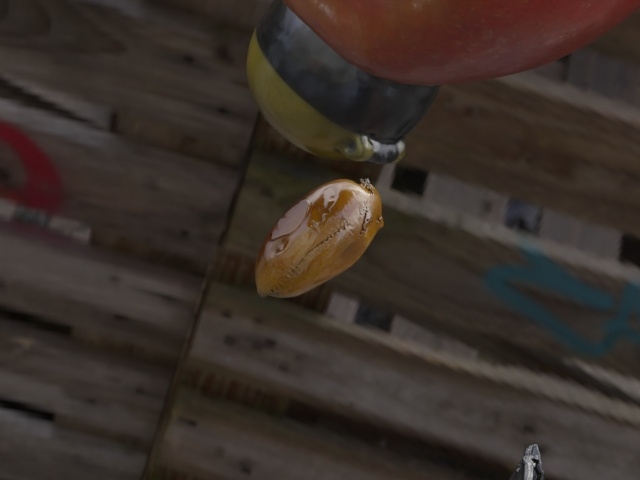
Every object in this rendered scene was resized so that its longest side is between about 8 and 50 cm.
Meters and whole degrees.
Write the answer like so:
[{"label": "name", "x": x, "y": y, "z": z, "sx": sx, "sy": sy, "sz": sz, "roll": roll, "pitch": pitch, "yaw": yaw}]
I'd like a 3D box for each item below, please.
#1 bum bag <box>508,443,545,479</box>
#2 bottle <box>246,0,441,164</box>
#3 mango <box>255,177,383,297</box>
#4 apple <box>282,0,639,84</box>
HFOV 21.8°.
[{"label": "bum bag", "x": 0.193, "y": 0.290, "z": 1.675, "sx": 0.049, "sy": 0.087, "sz": 0.198, "roll": 25, "pitch": 35, "yaw": 6}, {"label": "bottle", "x": 0.078, "y": -0.205, "z": 1.178, "sx": 0.171, "sy": 0.351, "sz": 0.171, "roll": 32, "pitch": 27, "yaw": -19}, {"label": "mango", "x": 0.000, "y": 0.000, "z": 1.318, "sx": 0.127, "sy": 0.077, "sz": 0.063, "roll": -40, "pitch": 64, "yaw": -16}, {"label": "apple", "x": 0.073, "y": -0.186, "z": 0.811, "sx": 0.218, "sy": 0.218, "sz": 0.201, "roll": 38, "pitch": 43, "yaw": 13}]
